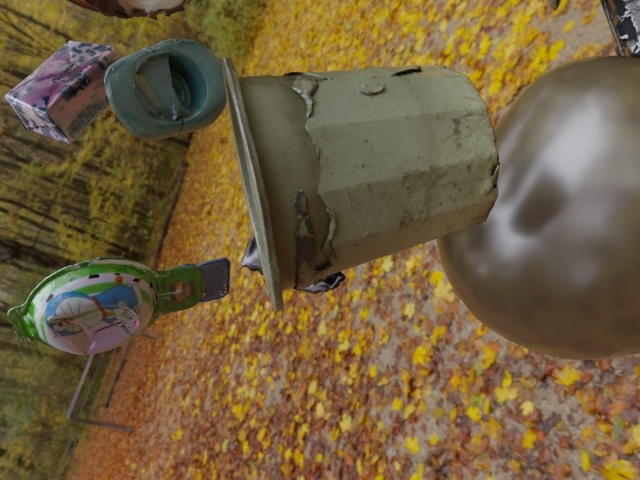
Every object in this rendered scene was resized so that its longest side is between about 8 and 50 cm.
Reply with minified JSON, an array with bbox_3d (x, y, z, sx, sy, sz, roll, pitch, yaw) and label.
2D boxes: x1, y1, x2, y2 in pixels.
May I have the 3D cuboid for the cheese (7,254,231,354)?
[{"bbox_3d":[-0.294,0.093,0.758,0.083,0.320,0.204,57,149,40],"label":"cheese"}]

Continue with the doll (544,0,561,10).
[{"bbox_3d":[0.261,-0.466,0.602,0.174,0.330,0.235,-13,44,15],"label":"doll"}]

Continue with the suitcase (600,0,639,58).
[{"bbox_3d":[0.473,-0.361,0.631,0.206,0.066,0.286,-14,64,25],"label":"suitcase"}]

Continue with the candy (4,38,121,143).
[{"bbox_3d":[-0.373,-0.227,0.729,0.073,0.092,0.160,83,-151,-54],"label":"candy"}]

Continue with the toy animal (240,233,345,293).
[{"bbox_3d":[0.001,-0.004,0.691,0.218,0.116,0.179,-17,7,18],"label":"toy animal"}]

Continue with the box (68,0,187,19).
[{"bbox_3d":[-0.145,-0.233,0.346,0.135,0.151,0.151,48,116,44],"label":"box"}]

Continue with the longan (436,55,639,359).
[{"bbox_3d":[0.345,-0.025,0.652,0.336,0.405,0.404,-31,-7,-40],"label":"longan"}]

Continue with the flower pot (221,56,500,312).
[{"bbox_3d":[0.030,-0.066,0.420,0.212,0.202,0.213,165,90,-84],"label":"flower pot"}]

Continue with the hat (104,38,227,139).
[{"bbox_3d":[-0.237,-0.227,0.743,0.077,0.190,0.138,5,118,53],"label":"hat"}]
